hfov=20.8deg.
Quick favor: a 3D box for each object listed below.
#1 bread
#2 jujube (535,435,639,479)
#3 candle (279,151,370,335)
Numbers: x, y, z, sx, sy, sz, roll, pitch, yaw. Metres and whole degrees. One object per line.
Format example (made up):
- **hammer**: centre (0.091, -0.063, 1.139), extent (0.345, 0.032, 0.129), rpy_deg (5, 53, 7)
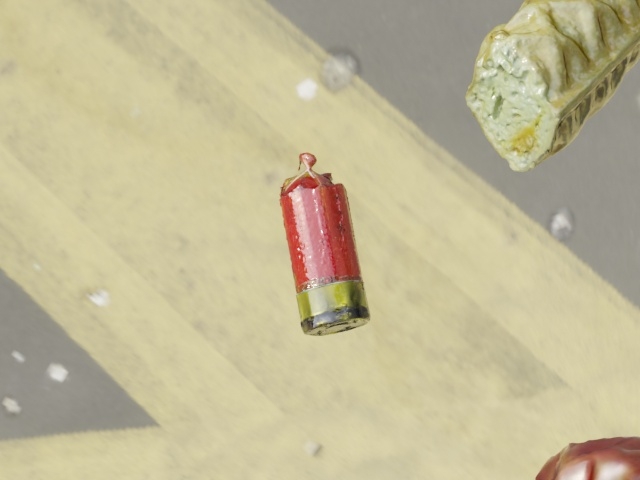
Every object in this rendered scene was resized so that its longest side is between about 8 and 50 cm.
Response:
- **bread**: centre (0.264, -0.204, 1.848), extent (0.130, 0.152, 0.267), rpy_deg (24, 49, 28)
- **jujube**: centre (0.209, 0.245, 0.782), extent (0.342, 0.216, 0.216), rpy_deg (37, 84, -1)
- **candle**: centre (0.000, 0.000, 1.240), extent (0.052, 0.052, 0.131), rpy_deg (-13, 78, 9)
